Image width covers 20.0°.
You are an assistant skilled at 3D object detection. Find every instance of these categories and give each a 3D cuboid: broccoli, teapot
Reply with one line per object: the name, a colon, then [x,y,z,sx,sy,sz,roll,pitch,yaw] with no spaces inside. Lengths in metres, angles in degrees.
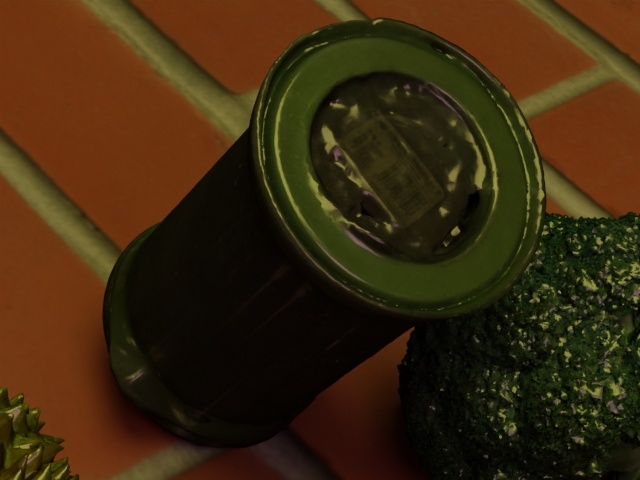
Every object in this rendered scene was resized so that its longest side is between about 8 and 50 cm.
broccoli: [0.188,0.093,1.301,0.270,0.270,0.270,38,34,-24]
teapot: [0.000,0.000,1.250,0.270,0.337,0.200,-38,88,-35]

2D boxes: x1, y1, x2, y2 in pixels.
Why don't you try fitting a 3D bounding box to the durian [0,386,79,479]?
durian: [-0.236,0.185,1.103,0.200,0.176,0.237,23,25,-22]
